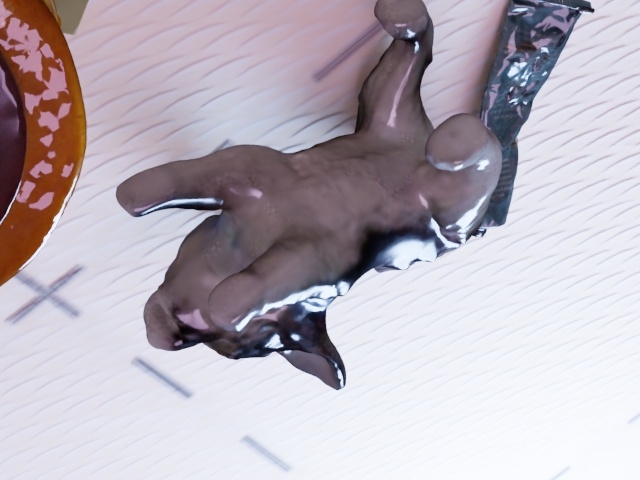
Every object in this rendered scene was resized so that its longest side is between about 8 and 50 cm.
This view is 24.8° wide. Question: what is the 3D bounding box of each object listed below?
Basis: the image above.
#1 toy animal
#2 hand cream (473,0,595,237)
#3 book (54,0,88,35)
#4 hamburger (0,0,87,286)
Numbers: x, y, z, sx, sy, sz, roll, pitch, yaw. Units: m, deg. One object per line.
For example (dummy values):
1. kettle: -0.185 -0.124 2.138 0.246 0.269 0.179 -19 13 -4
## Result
1. toy animal: 0.000 0.000 1.255 0.344 0.194 0.302 -33 157 -15
2. hand cream: 0.178 -0.112 1.346 0.075 0.052 0.248 -5 125 -35
3. book: -0.206 -0.214 1.117 0.077 0.014 0.111 12 121 -30
4. hamburger: -0.328 -0.108 0.977 0.330 0.250 0.330 -12 124 -18
